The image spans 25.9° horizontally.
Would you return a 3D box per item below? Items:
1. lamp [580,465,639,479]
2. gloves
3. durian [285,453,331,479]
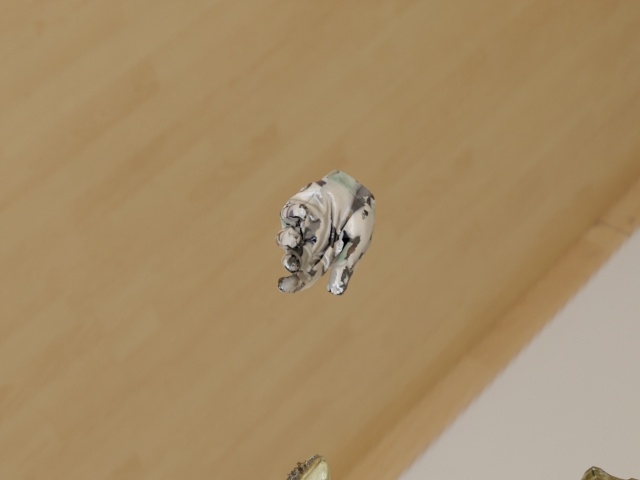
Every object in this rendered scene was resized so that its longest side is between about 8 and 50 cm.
[{"bbox_3d":[0.375,0.435,1.671,0.090,0.089,0.325,-31,110,-26],"label":"lamp"},{"bbox_3d":[-0.006,0.000,1.902,0.127,0.111,0.212,50,58,-17],"label":"gloves"},{"bbox_3d":[-0.020,0.312,1.684,0.052,0.066,0.130,-85,176,-57],"label":"durian"}]
